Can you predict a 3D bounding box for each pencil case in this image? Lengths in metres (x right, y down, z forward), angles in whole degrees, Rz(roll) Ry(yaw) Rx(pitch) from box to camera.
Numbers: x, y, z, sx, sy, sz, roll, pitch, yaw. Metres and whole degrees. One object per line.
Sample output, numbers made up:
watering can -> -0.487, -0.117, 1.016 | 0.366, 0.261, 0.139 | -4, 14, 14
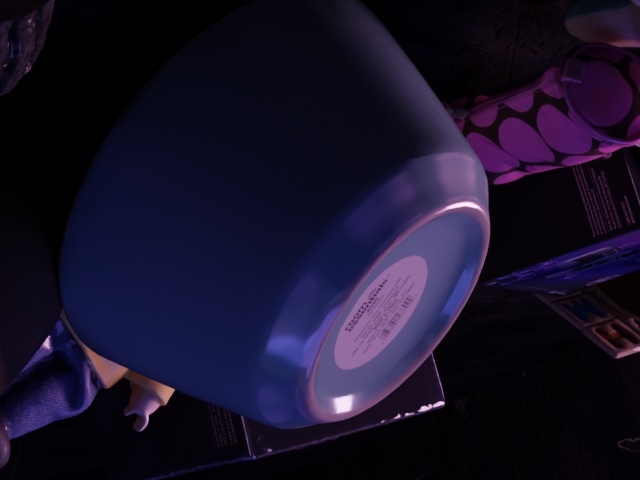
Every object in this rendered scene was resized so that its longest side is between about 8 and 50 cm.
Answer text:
pencil case -> 0.180, -0.102, 0.940 | 0.095, 0.098, 0.209 | -57, -165, -20

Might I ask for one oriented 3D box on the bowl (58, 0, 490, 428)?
bowl -> -0.001, 0.004, 0.770 | 0.311, 0.163, 0.312 | -37, 149, -27

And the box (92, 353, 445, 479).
box -> -0.073, 0.162, 1.334 | 0.296, 0.183, 0.294 | -6, 167, -42

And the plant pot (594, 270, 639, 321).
plant pot -> 0.470, -0.036, 1.414 | 0.237, 0.237, 0.254 | -32, 173, 34

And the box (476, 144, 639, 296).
box -> 0.281, -0.016, 1.208 | 0.184, 0.103, 0.261 | -19, 166, 28

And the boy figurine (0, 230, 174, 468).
boy figurine -> -0.158, 0.067, 0.895 | 0.285, 0.177, 0.092 | -30, -157, -23

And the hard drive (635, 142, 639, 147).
hard drive -> 0.228, -0.066, 1.275 | 0.233, 0.047, 0.353 | -3, 156, -47

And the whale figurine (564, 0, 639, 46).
whale figurine -> 0.298, -0.207, 0.813 | 0.216, 0.141, 0.272 | -6, -178, -28

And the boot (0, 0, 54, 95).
boot -> -0.081, -0.147, 0.459 | 0.348, 0.131, 0.260 | 0, 149, -28

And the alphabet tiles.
alphabet tiles -> 0.399, 0.053, 1.449 | 0.285, 0.342, 0.011 | -11, 125, -31

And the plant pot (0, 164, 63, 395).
plant pot -> -0.269, 0.036, 0.676 | 0.263, 0.263, 0.229 | -27, 180, 19
